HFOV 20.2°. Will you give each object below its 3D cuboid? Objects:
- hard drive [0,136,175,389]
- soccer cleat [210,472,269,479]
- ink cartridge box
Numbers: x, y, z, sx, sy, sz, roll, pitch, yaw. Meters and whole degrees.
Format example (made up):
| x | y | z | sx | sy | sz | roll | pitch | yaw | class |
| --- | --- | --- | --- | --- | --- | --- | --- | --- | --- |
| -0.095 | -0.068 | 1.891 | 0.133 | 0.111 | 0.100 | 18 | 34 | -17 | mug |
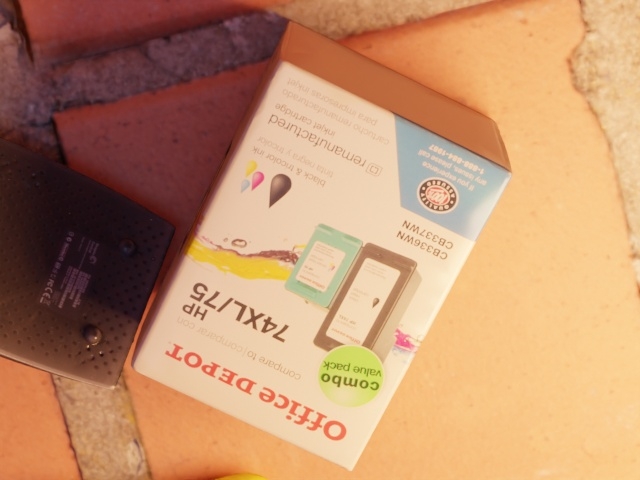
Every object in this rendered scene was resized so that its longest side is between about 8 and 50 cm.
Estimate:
| x | y | z | sx | sy | sz | roll | pitch | yaw | class |
| --- | --- | --- | --- | --- | --- | --- | --- | --- | --- |
| -0.263 | 0.009 | 1.471 | 0.254 | 0.054 | 0.172 | 24 | 66 | -13 | hard drive |
| -0.180 | 0.260 | 1.567 | 0.289 | 0.093 | 0.121 | -26 | 97 | 7 | soccer cleat |
| 0.000 | 0.000 | 1.435 | 0.198 | 0.197 | 0.270 | 25 | 105 | -5 | ink cartridge box |
